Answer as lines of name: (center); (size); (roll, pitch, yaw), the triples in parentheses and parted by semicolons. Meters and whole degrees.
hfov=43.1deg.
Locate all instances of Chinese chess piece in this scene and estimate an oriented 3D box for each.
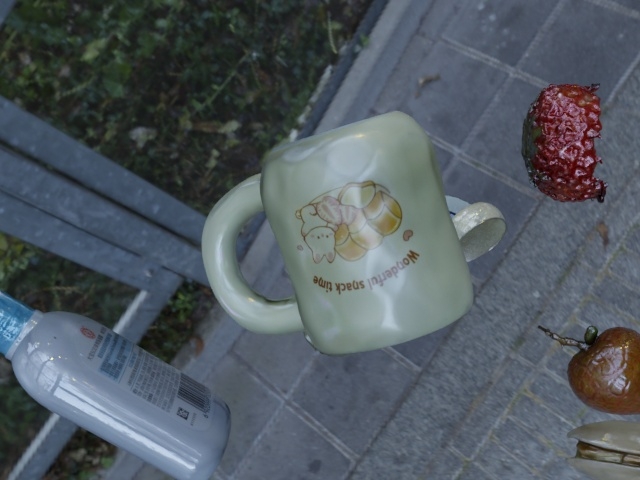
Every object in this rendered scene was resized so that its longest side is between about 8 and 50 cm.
Chinese chess piece: (0.287, -0.016, 1.514); (0.122, 0.122, 0.051); (-39, 55, 10)

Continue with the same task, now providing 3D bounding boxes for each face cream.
face cream: (-0.258, 0.150, 0.915); (0.080, 0.337, 0.163); (-55, 13, 11)

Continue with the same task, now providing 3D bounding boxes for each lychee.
lychee: (0.333, 0.150, 0.956); (0.140, 0.114, 0.101); (20, 64, 2)

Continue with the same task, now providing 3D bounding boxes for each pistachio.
pistachio: (0.566, 0.394, 1.489); (0.223, 0.152, 0.126); (2, 85, 18)

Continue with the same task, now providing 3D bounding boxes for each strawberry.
strawberry: (0.277, -0.110, 0.928); (0.086, 0.145, 0.145); (-1, 68, 0)

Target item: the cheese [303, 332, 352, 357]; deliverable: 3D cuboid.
cheese: (0.065, 0.159, 1.809); (0.202, 0.175, 0.091); (-62, 39, 17)

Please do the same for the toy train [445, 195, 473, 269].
toy train: (0.278, 0.024, 1.795); (0.131, 0.300, 0.201); (22, 86, 17)

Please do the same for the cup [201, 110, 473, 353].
cup: (0.015, -0.006, 0.822); (0.255, 0.173, 0.202); (-11, 99, 47)
